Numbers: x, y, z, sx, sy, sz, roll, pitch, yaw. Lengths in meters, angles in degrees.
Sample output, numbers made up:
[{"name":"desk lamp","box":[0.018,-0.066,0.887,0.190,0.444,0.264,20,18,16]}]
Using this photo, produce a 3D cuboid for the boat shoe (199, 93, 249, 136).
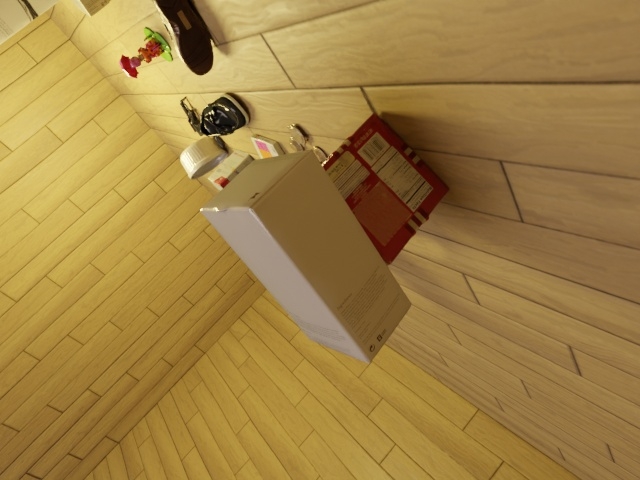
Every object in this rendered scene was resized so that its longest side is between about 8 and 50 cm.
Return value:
[{"name":"boat shoe","box":[-0.346,-0.408,1.489,0.127,0.113,0.340,51,166,-28]}]

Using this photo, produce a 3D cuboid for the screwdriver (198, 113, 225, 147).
[{"name":"screwdriver","box":[-0.472,-0.471,1.889,0.170,0.025,0.024,48,167,-21]}]

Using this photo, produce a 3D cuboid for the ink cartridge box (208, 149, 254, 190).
[{"name":"ink cartridge box","box":[-0.360,-0.281,1.814,0.127,0.175,0.072,30,164,49]}]

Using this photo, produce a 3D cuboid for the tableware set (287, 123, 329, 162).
[{"name":"tableware set","box":[-0.038,-0.256,1.245,0.168,0.020,0.141,45,166,-3]}]

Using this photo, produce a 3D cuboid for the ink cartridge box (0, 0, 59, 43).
[{"name":"ink cartridge box","box":[-1.093,-0.912,1.514,0.285,0.395,0.166,40,168,13]}]

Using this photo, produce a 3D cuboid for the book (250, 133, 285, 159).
[{"name":"book","box":[-0.172,-0.304,1.482,0.144,0.035,0.096,30,159,45]}]

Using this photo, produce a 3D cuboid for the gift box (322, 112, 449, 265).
[{"name":"gift box","box":[0.068,-0.098,0.939,0.276,0.255,0.258,48,159,-4]}]

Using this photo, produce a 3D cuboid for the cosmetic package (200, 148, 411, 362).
[{"name":"cosmetic package","box":[-0.019,0.034,0.791,0.197,0.155,0.365,7,138,52]}]

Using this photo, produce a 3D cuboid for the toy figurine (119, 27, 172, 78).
[{"name":"toy figurine","box":[-0.604,-0.620,1.491,0.173,0.159,0.130,25,158,54]}]

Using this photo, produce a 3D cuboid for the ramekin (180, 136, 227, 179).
[{"name":"ramekin","box":[-0.537,-0.380,1.996,0.109,0.207,0.207,54,167,-4]}]

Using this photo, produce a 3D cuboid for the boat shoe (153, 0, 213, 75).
[{"name":"boat shoe","box":[-0.354,-0.554,1.128,0.095,0.095,0.257,52,168,31]}]

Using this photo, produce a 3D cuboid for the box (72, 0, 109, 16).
[{"name":"box","box":[-0.834,-0.899,1.446,0.113,0.094,0.275,38,166,24]}]

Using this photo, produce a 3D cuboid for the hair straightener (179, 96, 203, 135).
[{"name":"hair straightener","box":[-0.541,-0.529,1.891,0.089,0.047,0.230,39,162,19]}]
